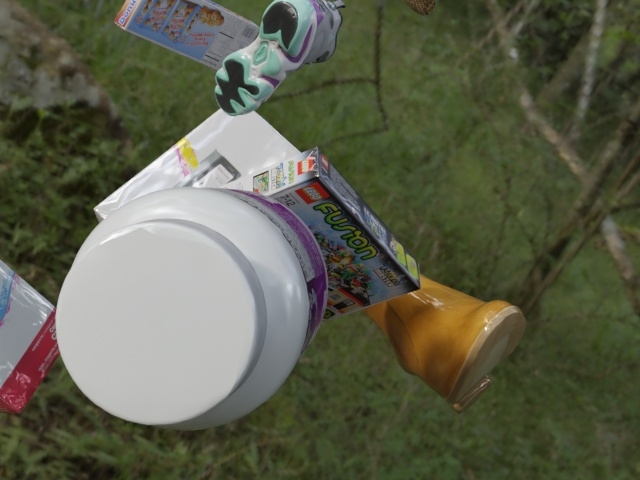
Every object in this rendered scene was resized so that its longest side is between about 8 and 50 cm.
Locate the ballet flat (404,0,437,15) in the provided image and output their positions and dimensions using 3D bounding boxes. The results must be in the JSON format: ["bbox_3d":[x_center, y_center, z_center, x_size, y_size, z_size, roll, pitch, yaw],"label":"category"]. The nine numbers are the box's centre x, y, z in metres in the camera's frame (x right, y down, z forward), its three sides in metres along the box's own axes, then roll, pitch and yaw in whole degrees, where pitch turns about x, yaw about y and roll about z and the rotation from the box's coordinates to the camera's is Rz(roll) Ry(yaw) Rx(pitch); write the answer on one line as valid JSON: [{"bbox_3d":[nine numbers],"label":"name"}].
[{"bbox_3d":[0.095,-0.357,1.326,0.073,0.206,0.067,12,30,40],"label":"ballet flat"}]

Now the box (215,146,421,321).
[{"bbox_3d":[0.000,0.000,1.094,0.207,0.114,0.036,45,33,-44],"label":"box"}]

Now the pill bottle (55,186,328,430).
[{"bbox_3d":[-0.087,0.045,0.836,0.169,0.169,0.301,30,5,3],"label":"pill bottle"}]

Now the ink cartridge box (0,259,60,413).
[{"bbox_3d":[-0.398,0.093,1.290,0.176,0.128,0.127,48,57,-30],"label":"ink cartridge box"}]

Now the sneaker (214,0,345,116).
[{"bbox_3d":[-0.018,-0.113,0.710,0.069,0.098,0.038,-18,73,-47],"label":"sneaker"}]

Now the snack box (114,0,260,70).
[{"bbox_3d":[-0.137,-0.227,1.210,0.022,0.064,0.178,42,15,31],"label":"snack box"}]

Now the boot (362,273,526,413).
[{"bbox_3d":[0.099,0.071,1.206,0.211,0.104,0.295,46,-14,15],"label":"boot"}]

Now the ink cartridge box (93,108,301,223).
[{"bbox_3d":[-0.151,-0.026,1.669,0.270,0.198,0.197,-41,73,-17],"label":"ink cartridge box"}]
